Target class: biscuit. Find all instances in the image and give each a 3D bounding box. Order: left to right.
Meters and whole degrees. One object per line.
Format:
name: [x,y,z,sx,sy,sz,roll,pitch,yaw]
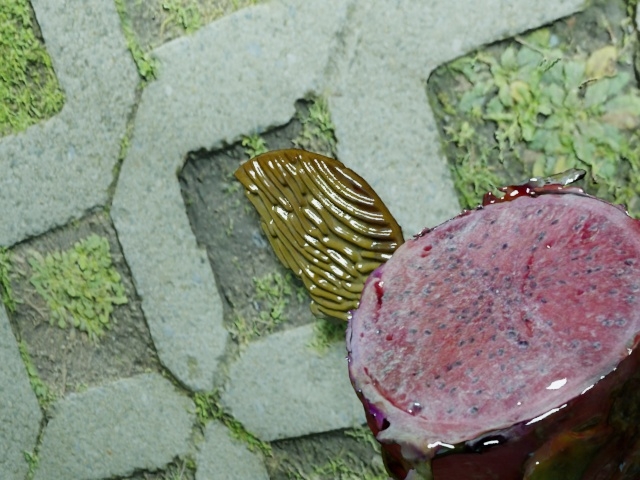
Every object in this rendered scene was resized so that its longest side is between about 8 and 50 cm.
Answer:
biscuit: [0.000,0.000,1.322,0.229,0.031,0.176,28,121,22]

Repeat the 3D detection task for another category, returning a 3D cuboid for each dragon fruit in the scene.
dragon fruit: [0.177,0.142,1.124,0.296,0.314,0.263,47,169,51]
